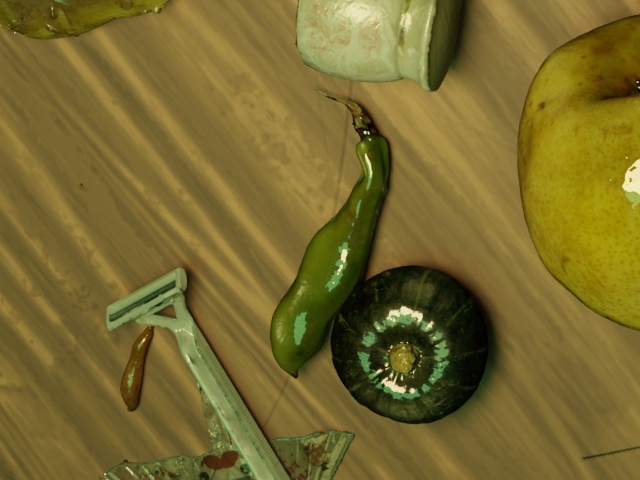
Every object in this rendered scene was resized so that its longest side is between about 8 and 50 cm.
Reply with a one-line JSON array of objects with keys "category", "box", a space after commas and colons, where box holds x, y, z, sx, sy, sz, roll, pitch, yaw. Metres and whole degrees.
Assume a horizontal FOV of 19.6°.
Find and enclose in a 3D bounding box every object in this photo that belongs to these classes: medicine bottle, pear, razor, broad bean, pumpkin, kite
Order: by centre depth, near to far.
[{"category": "pear", "box": [0.328, -0.055, 1.698, 0.304, 0.304, 0.304, 6, 110, 18]}, {"category": "medicine bottle", "box": [0.063, -0.226, 1.812, 0.143, 0.147, 0.147, 11, 111, 13]}, {"category": "pumpkin", "box": [0.092, 0.108, 1.929, 0.167, 0.125, 0.167, 5, 98, 35]}, {"category": "broad bean", "box": [0.010, 0.003, 1.966, 0.098, 0.056, 0.318, 21, 108, 27]}, {"category": "razor", "box": [-0.119, 0.163, 2.062, 0.111, 0.056, 0.278, -28, 103, 28]}, {"category": "kite", "box": [-0.109, 0.262, 2.119, 0.335, 0.011, 0.314, -11, 104, 23]}]

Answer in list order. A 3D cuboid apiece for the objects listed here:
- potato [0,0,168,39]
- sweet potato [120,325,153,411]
[{"category": "potato", "box": [-0.252, -0.273, 1.943, 0.225, 0.090, 0.117, -6, 120, 19]}, {"category": "sweet potato", "box": [-0.211, 0.146, 2.109, 0.026, 0.026, 0.115, 20, 114, 13]}]
